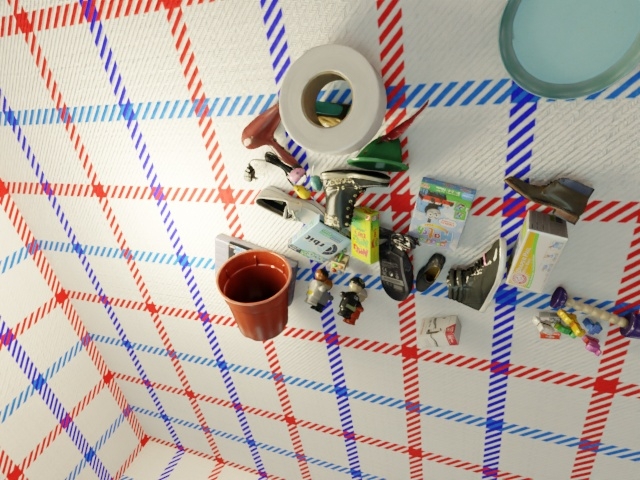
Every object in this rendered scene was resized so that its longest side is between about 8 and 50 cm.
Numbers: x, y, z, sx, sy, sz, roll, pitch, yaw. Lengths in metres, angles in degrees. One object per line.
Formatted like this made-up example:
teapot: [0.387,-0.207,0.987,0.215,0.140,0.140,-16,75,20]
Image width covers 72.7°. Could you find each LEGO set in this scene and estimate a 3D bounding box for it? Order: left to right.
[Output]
LEGO set: [0.784,0.281,1.331,0.227,0.093,0.087,20,120,-4]

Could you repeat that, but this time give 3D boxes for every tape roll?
tape roll: [0.033,-0.377,1.189,0.286,0.100,0.286,3,98,21]

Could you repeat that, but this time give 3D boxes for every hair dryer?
hair dryer: [-0.148,-0.313,1.422,0.223,0.080,0.294,6,131,3]

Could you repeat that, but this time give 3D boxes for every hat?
hat: [0.190,-0.304,1.265,0.208,0.173,0.184,8,91,8]

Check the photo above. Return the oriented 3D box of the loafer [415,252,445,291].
loafer: [0.362,0.119,1.465,0.062,0.061,0.170,24,130,8]

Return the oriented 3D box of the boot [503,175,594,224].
boot: [0.616,-0.142,1.176,0.219,0.082,0.106,32,108,7]

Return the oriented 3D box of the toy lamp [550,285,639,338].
toy lamp: [0.841,0.220,1.301,0.274,0.080,0.080,24,129,12]

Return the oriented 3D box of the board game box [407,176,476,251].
board game box: [0.368,-0.078,1.342,0.160,0.039,0.212,17,128,14]

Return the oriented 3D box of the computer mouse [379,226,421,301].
computer mouse: [0.264,0.079,1.470,0.188,0.072,0.272,18,127,43]

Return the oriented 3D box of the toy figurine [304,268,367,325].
toy figurine: [0.060,0.196,1.573,0.209,0.148,0.213,18,165,18]

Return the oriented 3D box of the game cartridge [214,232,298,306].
game cartridge: [-0.268,0.119,1.767,0.354,0.068,0.230,19,132,12]

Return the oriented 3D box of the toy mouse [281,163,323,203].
toy mouse: [-0.049,-0.193,1.422,0.161,0.031,0.143,31,139,-7]

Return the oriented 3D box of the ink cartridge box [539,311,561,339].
ink cartridge box: [0.748,0.286,1.418,0.062,0.029,0.115,-2,120,25]

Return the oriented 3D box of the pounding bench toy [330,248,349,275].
pounding bench toy: [0.071,0.075,1.569,0.052,0.065,0.083,17,127,14]

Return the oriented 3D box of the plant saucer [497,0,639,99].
plant saucer: [0.567,-0.480,0.971,0.317,0.044,0.318,12,127,17]

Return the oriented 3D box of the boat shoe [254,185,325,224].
boat shoe: [-0.100,-0.107,1.510,0.267,0.088,0.096,26,129,6]

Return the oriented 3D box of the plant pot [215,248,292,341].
plant pot: [-0.231,0.220,1.632,0.272,0.272,0.265,13,135,17]

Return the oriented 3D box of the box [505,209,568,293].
box: [0.618,0.034,1.253,0.103,0.114,0.203,16,129,15]

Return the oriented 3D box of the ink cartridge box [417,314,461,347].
ink cartridge box: [0.424,0.325,1.552,0.135,0.099,0.056,-15,115,31]

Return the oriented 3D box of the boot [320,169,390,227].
boot: [0.107,-0.129,1.369,0.236,0.085,0.179,9,107,30]

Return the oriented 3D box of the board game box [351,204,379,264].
board game box: [0.148,-0.019,1.449,0.092,0.043,0.181,27,130,44]

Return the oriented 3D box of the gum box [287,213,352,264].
gum box: [0.000,0.000,1.532,0.157,0.041,0.184,28,134,-27]

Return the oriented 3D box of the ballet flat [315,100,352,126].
ballet flat: [0.075,-0.361,1.279,0.232,0.080,0.073,17,155,17]

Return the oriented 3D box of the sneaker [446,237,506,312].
sneaker: [0.482,0.105,1.369,0.146,0.105,0.296,13,131,11]
